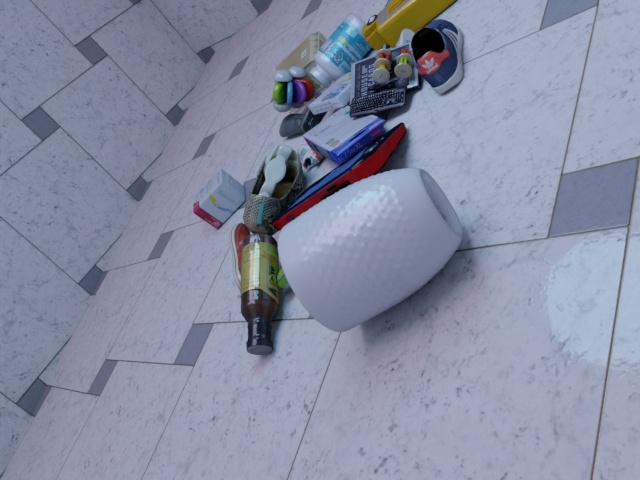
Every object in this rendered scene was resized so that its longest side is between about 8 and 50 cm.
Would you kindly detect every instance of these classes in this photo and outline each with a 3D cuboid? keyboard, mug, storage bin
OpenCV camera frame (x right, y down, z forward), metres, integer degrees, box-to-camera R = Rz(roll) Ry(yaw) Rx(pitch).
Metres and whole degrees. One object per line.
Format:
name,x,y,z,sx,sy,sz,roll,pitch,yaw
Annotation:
keyboard,0.169,-0.438,1.811,0.191,0.038,0.100,-6,64,32
mug,0.134,-0.010,1.314,0.328,0.276,0.374,-32,4,23
storage bin,-0.067,-0.699,2.461,0.260,0.123,0.262,-35,33,28

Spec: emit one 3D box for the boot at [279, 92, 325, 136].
boot,-0.063,-0.478,2.280,0.190,0.076,0.208,-56,22,-9

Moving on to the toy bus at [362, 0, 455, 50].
toy bus,0.297,-0.773,2.031,0.332,0.108,0.130,-32,37,32

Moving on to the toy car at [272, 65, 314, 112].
toy car,-0.096,-0.572,2.270,0.136,0.159,0.182,26,37,32

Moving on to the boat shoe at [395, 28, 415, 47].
boat shoe,0.269,-0.611,1.947,0.063,0.066,0.184,121,157,-60

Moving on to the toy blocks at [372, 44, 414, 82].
toy blocks,0.226,-0.554,1.816,0.123,0.054,0.148,-6,49,22

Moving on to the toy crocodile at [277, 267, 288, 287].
toy crocodile,0.000,0.000,1.633,0.341,0.105,0.115,-50,9,10

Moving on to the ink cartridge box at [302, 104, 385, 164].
ink cartridge box,0.078,-0.333,1.869,0.185,0.065,0.311,-36,26,-6

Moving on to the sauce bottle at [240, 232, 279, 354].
sauce bottle,-0.170,0.148,1.666,0.111,0.111,0.345,-29,51,36

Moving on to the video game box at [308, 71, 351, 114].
video game box,0.080,-0.529,2.088,0.205,0.048,0.187,-46,22,-23

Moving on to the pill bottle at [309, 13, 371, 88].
pill bottle,0.079,-0.701,2.227,0.264,0.146,0.146,-48,29,10

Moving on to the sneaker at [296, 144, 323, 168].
sneaker,-0.050,-0.285,2.048,0.161,0.057,0.075,10,61,55

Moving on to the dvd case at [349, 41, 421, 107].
dvd case,0.202,-0.518,1.870,0.238,0.029,0.180,-12,63,30

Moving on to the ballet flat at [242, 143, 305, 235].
ballet flat,-0.133,-0.198,1.888,0.483,0.163,0.182,-76,-2,-58

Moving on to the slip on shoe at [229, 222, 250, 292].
slip on shoe,-0.225,0.047,1.902,0.101,0.123,0.331,-25,34,4

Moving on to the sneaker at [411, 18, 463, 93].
sneaker,0.328,-0.580,1.731,0.131,0.148,0.350,-35,33,29

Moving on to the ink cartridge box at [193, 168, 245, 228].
ink cartridge box,-0.400,-0.165,2.351,0.176,0.127,0.128,-43,30,17

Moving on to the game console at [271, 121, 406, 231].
game console,0.051,-0.180,1.674,0.386,0.060,0.342,-31,14,33
